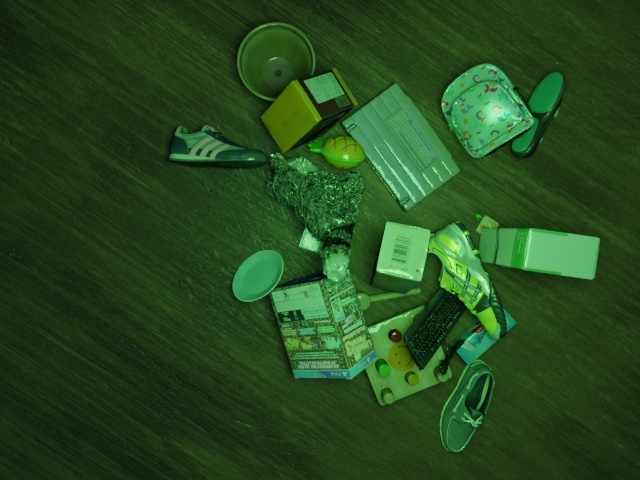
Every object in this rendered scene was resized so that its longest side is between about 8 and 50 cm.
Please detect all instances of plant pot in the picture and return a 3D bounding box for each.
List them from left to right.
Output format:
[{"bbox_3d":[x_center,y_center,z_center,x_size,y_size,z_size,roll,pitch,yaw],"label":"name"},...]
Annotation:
[{"bbox_3d":[-0.136,-0.540,1.389,0.238,0.110,0.237,0,91,-3],"label":"plant pot"}]

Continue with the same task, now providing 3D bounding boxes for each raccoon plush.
[{"bbox_3d":[-0.041,-0.104,1.272,0.299,0.446,0.216,17,117,-3],"label":"raccoon plush"}]

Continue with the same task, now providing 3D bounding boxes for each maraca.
[{"bbox_3d":[0.052,-0.282,1.391,0.186,0.127,0.099,21,123,19],"label":"maraca"}]

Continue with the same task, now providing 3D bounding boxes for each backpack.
[{"bbox_3d":[0.502,-0.405,1.370,0.225,0.191,0.253,-32,83,29],"label":"backpack"}]

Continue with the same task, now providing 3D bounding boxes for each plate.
[{"bbox_3d":[-0.192,0.113,1.391,0.188,0.188,0.024,-40,133,-1],"label":"plate"}]

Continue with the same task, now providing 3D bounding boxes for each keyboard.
[{"bbox_3d":[0.377,0.284,1.367,0.317,0.033,0.201,-38,102,-39],"label":"keyboard"}]

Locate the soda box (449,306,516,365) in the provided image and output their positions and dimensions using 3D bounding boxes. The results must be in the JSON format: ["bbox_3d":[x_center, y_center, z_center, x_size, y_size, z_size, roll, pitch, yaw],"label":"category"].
[{"bbox_3d":[0.529,0.308,1.455,0.210,0.067,0.071,-42,93,-1],"label":"soda box"}]

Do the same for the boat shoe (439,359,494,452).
[{"bbox_3d":[0.479,0.549,1.442,0.116,0.099,0.319,21,90,-3],"label":"boat shoe"}]

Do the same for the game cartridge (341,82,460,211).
[{"bbox_3d":[0.261,-0.301,1.437,0.230,0.068,0.355,-36,92,-5],"label":"game cartridge"}]

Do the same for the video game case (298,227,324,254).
[{"bbox_3d":[0.000,0.000,1.455,0.122,0.011,0.087,19,90,-2],"label":"video game case"}]

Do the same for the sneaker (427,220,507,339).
[{"bbox_3d":[0.457,0.135,1.387,0.147,0.145,0.384,-26,86,16],"label":"sneaker"}]

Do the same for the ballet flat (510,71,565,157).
[{"bbox_3d":[0.706,-0.396,1.436,0.096,0.095,0.280,17,104,-43],"label":"ballet flat"}]

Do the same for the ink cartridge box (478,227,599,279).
[{"bbox_3d":[0.637,0.031,1.337,0.211,0.289,0.121,7,91,-6],"label":"ink cartridge box"}]

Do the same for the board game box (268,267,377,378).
[{"bbox_3d":[0.004,0.252,1.339,0.232,0.141,0.290,-15,93,41],"label":"board game box"}]

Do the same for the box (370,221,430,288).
[{"bbox_3d":[0.226,0.062,1.301,0.121,0.311,0.147,12,76,6],"label":"box"}]

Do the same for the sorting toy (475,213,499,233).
[{"bbox_3d":[0.544,-0.051,1.474,0.083,0.012,0.062,32,90,-3],"label":"sorting toy"}]

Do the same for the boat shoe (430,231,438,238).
[{"bbox_3d":[0.340,0.009,1.441,0.183,0.066,0.066,-6,93,-2],"label":"boat shoe"}]

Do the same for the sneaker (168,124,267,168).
[{"bbox_3d":[-0.316,-0.294,1.366,0.319,0.112,0.131,5,87,9],"label":"sneaker"}]

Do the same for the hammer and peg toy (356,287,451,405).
[{"bbox_3d":[0.247,0.314,1.413,0.266,0.127,0.361,-21,92,-2],"label":"hammer and peg toy"}]

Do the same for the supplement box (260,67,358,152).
[{"bbox_3d":[-0.033,-0.384,1.318,0.194,0.191,0.129,-34,93,-39],"label":"supplement box"}]
